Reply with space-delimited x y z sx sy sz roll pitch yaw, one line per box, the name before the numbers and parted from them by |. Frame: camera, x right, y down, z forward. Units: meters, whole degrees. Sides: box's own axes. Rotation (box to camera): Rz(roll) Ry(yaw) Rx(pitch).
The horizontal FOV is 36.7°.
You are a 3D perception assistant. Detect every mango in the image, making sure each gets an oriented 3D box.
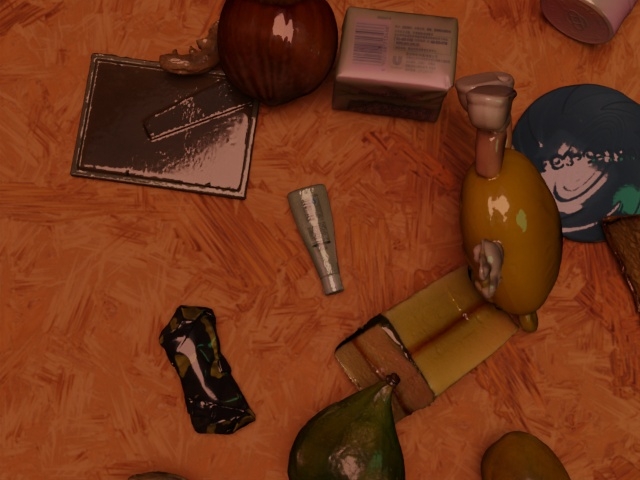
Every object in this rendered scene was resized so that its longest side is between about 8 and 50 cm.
mango | 0.356 0.433 1.548 0.130 0.167 0.262 -31 85 9

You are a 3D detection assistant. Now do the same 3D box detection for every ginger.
ginger | -0.200 -0.338 1.701 0.173 0.051 0.069 -37 90 -26

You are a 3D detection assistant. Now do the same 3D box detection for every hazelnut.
hazelnut | -0.071 -0.342 1.660 0.210 0.210 0.186 11 39 1

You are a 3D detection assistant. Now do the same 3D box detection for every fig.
fig | 0.064 0.322 1.543 0.203 0.203 0.235 27 77 4

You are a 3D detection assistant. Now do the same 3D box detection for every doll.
doll | 0.288 -0.066 1.528 0.161 0.348 0.423 -4 83 23

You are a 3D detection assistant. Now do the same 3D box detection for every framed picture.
framed picture | -0.270 -0.205 1.709 0.315 0.024 0.232 8 81 2

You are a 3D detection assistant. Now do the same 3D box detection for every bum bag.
bum bag | -0.196 0.218 1.620 0.106 0.060 0.232 -23 84 -13

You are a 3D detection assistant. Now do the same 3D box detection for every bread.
bread | 0.183 0.176 1.643 0.264 0.163 0.168 -26 78 -39
bread | 0.594 0.050 1.623 0.134 0.129 0.260 -27 89 -19

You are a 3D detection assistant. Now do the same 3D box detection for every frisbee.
frisbee | 0.474 -0.141 1.692 0.289 0.049 0.289 0 81 0

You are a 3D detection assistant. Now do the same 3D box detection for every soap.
soap | 0.125 -0.296 1.647 0.199 0.182 0.138 6 79 1

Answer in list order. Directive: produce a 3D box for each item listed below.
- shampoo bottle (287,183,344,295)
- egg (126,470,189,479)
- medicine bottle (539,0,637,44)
shampoo bottle | 0.000 0.000 1.668 0.069 0.041 0.191 -15 81 -9
egg | -0.273 0.450 1.533 0.201 0.164 0.164 -8 81 3
medicine bottle | 0.512 -0.489 1.698 0.152 0.152 0.254 32 81 4
